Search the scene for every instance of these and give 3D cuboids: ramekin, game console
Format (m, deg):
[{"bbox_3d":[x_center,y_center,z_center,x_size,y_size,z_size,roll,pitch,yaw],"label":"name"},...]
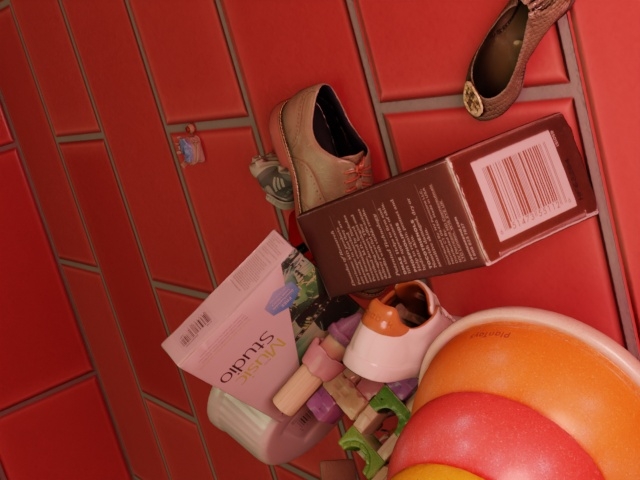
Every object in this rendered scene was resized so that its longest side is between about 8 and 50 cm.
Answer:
[{"bbox_3d":[-0.053,0.268,1.786,0.135,0.277,0.277,41,143,27],"label":"ramekin"},{"bbox_3d":[0.000,0.000,1.762,0.124,0.085,0.144,37,154,-10],"label":"game console"}]

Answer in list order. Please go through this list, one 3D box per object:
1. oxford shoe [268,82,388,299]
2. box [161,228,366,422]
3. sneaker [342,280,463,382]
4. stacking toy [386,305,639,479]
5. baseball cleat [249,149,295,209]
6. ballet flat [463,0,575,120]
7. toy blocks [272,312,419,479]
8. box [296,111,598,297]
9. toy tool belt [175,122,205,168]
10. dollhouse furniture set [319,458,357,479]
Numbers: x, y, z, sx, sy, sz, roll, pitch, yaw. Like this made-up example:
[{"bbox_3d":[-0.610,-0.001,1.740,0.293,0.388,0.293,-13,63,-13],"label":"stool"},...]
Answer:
[{"bbox_3d":[0.030,-0.076,1.548,0.130,0.123,0.348,-28,87,55],"label":"oxford shoe"},{"bbox_3d":[-0.064,0.141,1.510,0.058,0.232,0.322,45,-179,34],"label":"box"},{"bbox_3d":[0.152,0.114,1.361,0.106,0.290,0.123,27,107,31],"label":"sneaker"},{"bbox_3d":[0.159,0.320,1.090,0.351,0.480,0.350,21,127,30],"label":"stacking toy"},{"bbox_3d":[-0.047,-0.104,1.728,0.206,0.072,0.109,18,139,60],"label":"baseball cleat"},{"bbox_3d":[0.219,-0.225,1.179,0.084,0.058,0.250,58,150,17],"label":"ballet flat"},{"bbox_3d":[0.146,0.247,1.535,0.260,0.309,0.288,-50,58,10],"label":"toy blocks"},{"bbox_3d":[0.148,-0.034,1.301,0.381,0.191,0.143,-14,97,62],"label":"box"},{"bbox_3d":[-0.271,-0.193,2.043,0.052,0.051,0.083,9,117,57],"label":"toy tool belt"},{"bbox_3d":[0.033,0.463,1.809,0.301,0.198,0.151,134,134,-63],"label":"dollhouse furniture set"}]
